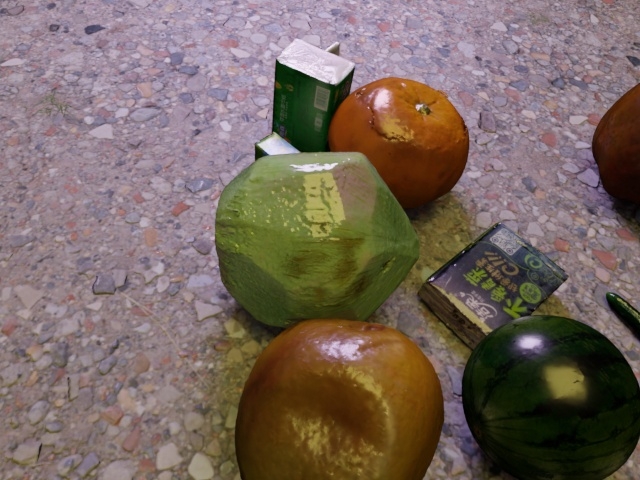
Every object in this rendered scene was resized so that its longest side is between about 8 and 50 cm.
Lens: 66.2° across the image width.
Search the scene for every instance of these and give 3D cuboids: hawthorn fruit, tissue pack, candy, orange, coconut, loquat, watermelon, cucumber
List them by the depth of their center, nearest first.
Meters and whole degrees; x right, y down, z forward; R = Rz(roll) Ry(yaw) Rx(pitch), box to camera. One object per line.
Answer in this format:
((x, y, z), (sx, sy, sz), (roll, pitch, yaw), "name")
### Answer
((0.027, 0.245, 0.662), (0.277, 0.276, 0.283), (7, 73, -2), "loquat")
((0.329, 0.228, 0.710), (0.243, 0.242, 0.242), (3, 55, -4), "watermelon")
((0.000, 0.000, 0.801), (0.329, 0.328, 0.281), (8, 19, -1), "coconut")
((0.600, 0.168, 0.908), (0.033, 0.036, 0.184), (-13, 56, -24), "cucumber")
((0.322, 0.083, 0.914), (0.236, 0.073, 0.173), (-35, 65, -26), "tissue pack")
((0.157, -0.192, 0.996), (0.284, 0.226, 0.283), (10, 51, -12), "orange")
((-0.052, -0.126, 1.006), (0.194, 0.097, 0.062), (40, 61, 20), "candy")
((0.743, -0.213, 1.032), (0.309, 0.324, 0.308), (-14, 45, 15), "hawthorn fruit")
((-0.010, -0.315, 1.077), (0.148, 0.208, 0.156), (25, 54, 12), "tissue pack")
